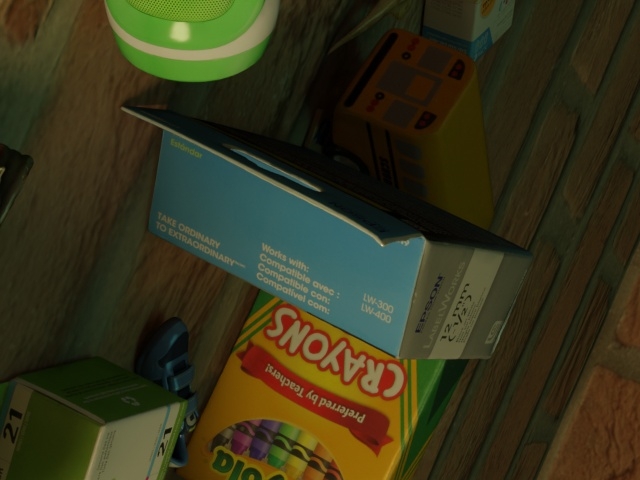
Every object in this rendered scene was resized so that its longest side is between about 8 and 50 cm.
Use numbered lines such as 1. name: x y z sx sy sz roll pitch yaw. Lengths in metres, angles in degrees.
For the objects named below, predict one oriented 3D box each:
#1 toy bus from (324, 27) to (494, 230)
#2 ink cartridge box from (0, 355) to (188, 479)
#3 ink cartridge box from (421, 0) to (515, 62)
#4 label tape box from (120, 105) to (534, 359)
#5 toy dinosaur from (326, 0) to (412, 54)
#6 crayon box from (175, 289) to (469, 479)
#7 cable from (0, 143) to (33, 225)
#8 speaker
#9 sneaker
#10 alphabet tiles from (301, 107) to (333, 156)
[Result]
1. toy bus: 0.094 -0.068 1.748 0.108 0.130 0.333 -58 157 -22
2. ink cartridge box: -0.224 0.206 1.335 0.255 0.097 0.189 -11 121 -66
3. ink cartridge box: 0.159 -0.282 1.808 0.104 0.061 0.181 -47 151 -42
4. label tape box: 0.000 0.000 1.446 0.347 0.249 0.115 4 110 -65
5. toy dinosaur: 0.075 -0.242 1.661 0.183 0.053 0.093 -49 154 -40
6. crayon box: 0.000 0.170 1.679 0.319 0.202 0.081 -66 158 2
7. cable: -0.267 0.035 1.158 0.287 0.072 0.139 -62 179 22
8. speaker: -0.083 -0.255 1.164 0.131 0.131 0.296 -46 151 -43
9. sneaker: -0.130 0.134 1.541 0.053 0.059 0.144 -29 136 -55
10. alphabet tiles: -0.007 -0.029 1.743 0.237 0.009 0.198 7 105 -68
